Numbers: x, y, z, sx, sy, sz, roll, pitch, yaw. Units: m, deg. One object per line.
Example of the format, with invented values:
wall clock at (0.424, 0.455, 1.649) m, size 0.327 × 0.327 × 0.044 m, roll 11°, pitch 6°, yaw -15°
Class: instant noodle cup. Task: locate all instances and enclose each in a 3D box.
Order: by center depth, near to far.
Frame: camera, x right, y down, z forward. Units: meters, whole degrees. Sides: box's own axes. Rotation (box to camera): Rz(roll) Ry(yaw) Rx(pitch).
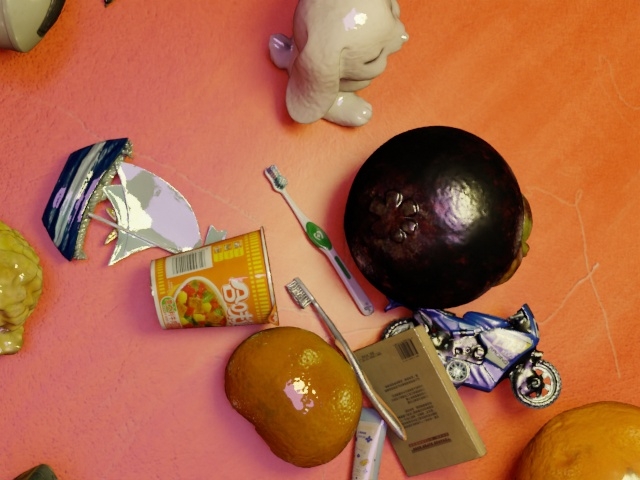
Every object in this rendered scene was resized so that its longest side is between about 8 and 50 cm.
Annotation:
instant noodle cup at (-0.168, 0.072, 1.487) m, size 0.185 × 0.168 × 0.168 m, roll -10°, pitch 86°, yaw -2°

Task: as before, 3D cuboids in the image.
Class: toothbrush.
toothbrush at (0.046, 0.194, 1.543) m, size 0.031 × 0.023 × 0.321 m, roll -36°, pitch 80°, yaw -11°
toothbrush at (-0.001, 0.000, 1.582) m, size 0.030 × 0.030 × 0.304 m, roll -35°, pitch 93°, yaw -11°

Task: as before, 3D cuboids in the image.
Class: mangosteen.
mangosteen at (0.191, -0.047, 1.499) m, size 0.297 × 0.297 × 0.313 m, roll 51°, pitch 46°, yaw -1°

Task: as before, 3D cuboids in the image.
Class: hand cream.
hand cream at (0.076, 0.362, 1.545) m, size 0.065 × 0.043 × 0.171 m, roll 4°, pitch 83°, yaw 32°

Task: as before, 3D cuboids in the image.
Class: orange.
orange at (0.454, 0.404, 1.476) m, size 0.312 × 0.312 × 0.312 m, roll 1°, pitch 84°, yaw -9°
orange at (-0.032, 0.239, 1.483) m, size 0.179 × 0.158 × 0.237 m, roll -40°, pitch 90°, yaw -30°

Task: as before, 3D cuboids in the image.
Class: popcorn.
popcorn at (-0.535, 0.069, 1.401) m, size 0.237 × 0.206 × 0.252 m, roll -20°, pitch 106°, yaw -27°

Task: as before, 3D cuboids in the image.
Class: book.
book at (0.154, 0.262, 1.522) m, size 0.026 × 0.161 × 0.231 m, roll -25°, pitch 88°, yaw -50°

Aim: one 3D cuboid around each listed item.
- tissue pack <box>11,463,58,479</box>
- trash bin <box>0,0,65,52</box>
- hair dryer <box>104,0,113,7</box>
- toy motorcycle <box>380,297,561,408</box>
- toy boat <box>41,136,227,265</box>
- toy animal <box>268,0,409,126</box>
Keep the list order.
tissue pack at (-0.401, 0.434, 1.351) m, size 0.081 × 0.257 × 0.185 m, roll -28°, pitch 90°, yaw -9°
trash bin at (-0.595, -0.431, 1.404) m, size 0.432 × 0.280 × 0.280 m, roll 2°, pitch 84°, yaw -6°
hair dryer at (-0.328, -0.569, 1.561) m, size 0.303 × 0.120 × 0.360 m, roll 20°, pitch 90°, yaw 2°
toy motorcycle at (0.252, 0.166, 1.556) m, size 0.315 × 0.113 × 0.169 m, roll 15°, pitch 79°, yaw 7°
toy boat at (-0.287, -0.037, 1.520) m, size 0.291 × 0.067 × 0.221 m, roll 23°, pitch 80°, yaw -9°
toy animal at (0.026, -0.323, 1.498) m, size 0.206 × 0.265 × 0.272 m, roll 15°, pitch 84°, yaw -6°
